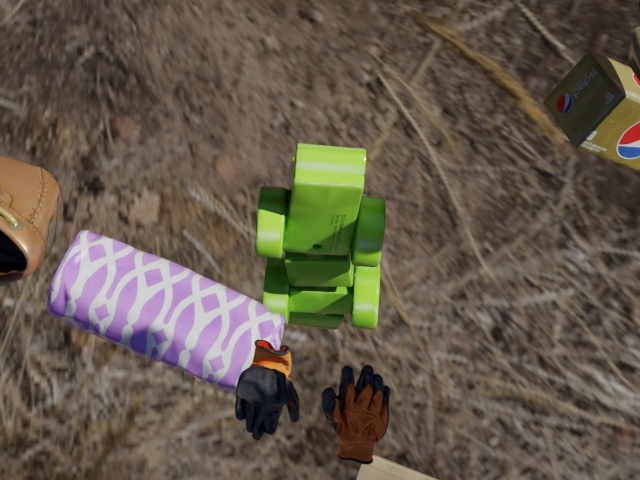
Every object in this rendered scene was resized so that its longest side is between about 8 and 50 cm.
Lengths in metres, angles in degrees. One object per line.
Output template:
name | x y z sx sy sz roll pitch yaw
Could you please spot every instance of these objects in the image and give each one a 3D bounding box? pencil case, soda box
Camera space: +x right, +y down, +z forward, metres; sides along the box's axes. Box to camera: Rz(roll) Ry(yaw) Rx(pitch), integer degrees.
pencil case | -0.128 0.065 1.398 0.206 0.088 0.086 26 62 3
soda box | 0.275 -0.098 1.400 0.181 0.058 0.061 14 126 -42

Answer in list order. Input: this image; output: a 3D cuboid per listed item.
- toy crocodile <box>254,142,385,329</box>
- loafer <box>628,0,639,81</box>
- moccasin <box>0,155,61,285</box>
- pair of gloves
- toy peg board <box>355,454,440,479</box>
toy crocodile | 0.000 0.000 1.548 0.115 0.340 0.105 2 62 1
loafer | 0.255 -0.130 1.250 0.050 0.148 0.056 5 141 14
moccasin | -0.436 -0.036 1.546 0.380 0.147 0.139 19 118 -3
pair of gloves | -0.004 0.088 0.885 0.083 0.010 0.074 14 133 4
toy peg board | 0.074 0.271 1.300 0.161 0.079 0.160 19 93 20
